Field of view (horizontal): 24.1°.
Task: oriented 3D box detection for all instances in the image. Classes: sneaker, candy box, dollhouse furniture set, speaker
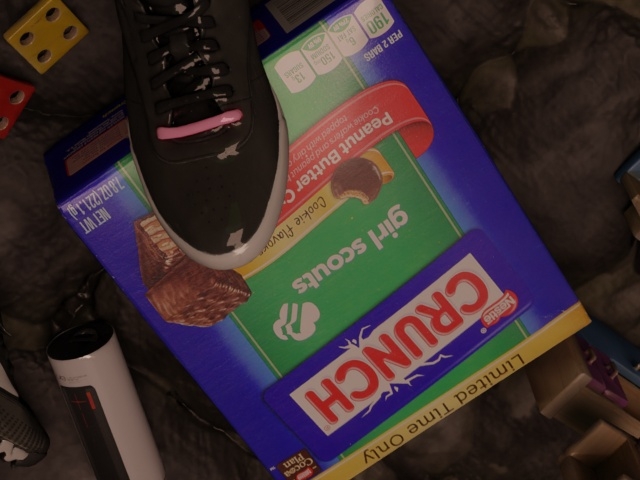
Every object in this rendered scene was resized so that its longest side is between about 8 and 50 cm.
[{"bbox_3d":[-0.093,-0.134,0.922,0.104,0.147,0.296,-12,71,9],"label":"sneaker"},{"bbox_3d":[0.000,0.000,1.098,0.268,0.122,0.317,-35,117,2],"label":"candy box"},{"bbox_3d":[-0.259,0.076,1.090,0.106,0.078,0.234,-48,125,-10],"label":"sneaker"},{"bbox_3d":[0.329,0.063,1.113,0.198,0.286,0.303,32,113,-23],"label":"dollhouse furniture set"},{"bbox_3d":[-0.163,0.131,1.152,0.055,0.055,0.136,-18,116,-6],"label":"speaker"}]

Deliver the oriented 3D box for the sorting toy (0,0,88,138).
[{"bbox_3d":[-0.280,-0.149,0.976,0.274,0.046,0.132,11,119,-49],"label":"sorting toy"}]
